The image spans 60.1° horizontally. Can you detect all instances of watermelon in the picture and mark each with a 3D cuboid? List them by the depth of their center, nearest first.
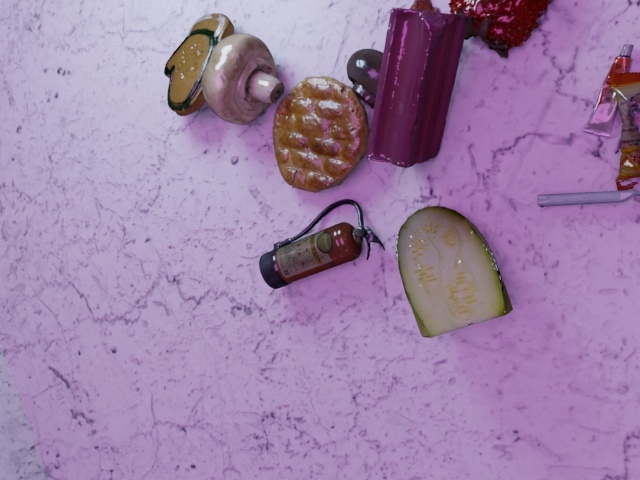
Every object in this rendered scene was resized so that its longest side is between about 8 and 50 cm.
[{"bbox_3d":[0.273,-0.583,1.509,0.098,0.121,0.158,20,54,9],"label":"watermelon"}]

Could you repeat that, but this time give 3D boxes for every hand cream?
[{"bbox_3d":[0.693,-0.358,1.319,0.052,0.038,0.216,28,107,50],"label":"hand cream"}]

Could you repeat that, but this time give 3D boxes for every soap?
[{"bbox_3d":[0.241,-0.377,1.371,0.128,0.233,0.359,20,115,26],"label":"soap"}]

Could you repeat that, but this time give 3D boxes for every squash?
[{"bbox_3d":[0.316,0.057,1.399,0.234,0.210,0.309,-19,87,12],"label":"squash"}]

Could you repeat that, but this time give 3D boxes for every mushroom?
[{"bbox_3d":[0.143,-0.462,1.539,0.188,0.117,0.141,40,94,24],"label":"mushroom"},{"bbox_3d":[-0.217,-0.466,1.636,0.234,0.254,0.260,23,141,31],"label":"mushroom"}]

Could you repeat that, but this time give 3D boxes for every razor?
[{"bbox_3d":[0.660,-0.096,1.309,0.278,0.111,0.056,8,90,34],"label":"razor"}]

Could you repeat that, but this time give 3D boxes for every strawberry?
[{"bbox_3d":[0.462,-0.637,1.369,0.233,0.138,0.306,38,107,22],"label":"strawberry"}]

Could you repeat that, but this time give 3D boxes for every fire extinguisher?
[{"bbox_3d":[-0.004,0.002,1.599,0.376,0.113,0.200,-20,81,24],"label":"fire extinguisher"}]

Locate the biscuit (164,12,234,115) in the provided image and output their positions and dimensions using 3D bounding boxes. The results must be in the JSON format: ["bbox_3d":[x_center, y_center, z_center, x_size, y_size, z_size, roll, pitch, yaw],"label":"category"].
[{"bbox_3d":[-0.412,-0.569,1.775,0.287,0.057,0.343,18,86,43],"label":"biscuit"}]

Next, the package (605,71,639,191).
[{"bbox_3d":[0.766,-0.262,1.237,0.223,0.108,0.288,-9,92,29],"label":"package"}]

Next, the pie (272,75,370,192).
[{"bbox_3d":[-0.004,-0.305,1.600,0.339,0.083,0.339,4,96,33],"label":"pie"}]
